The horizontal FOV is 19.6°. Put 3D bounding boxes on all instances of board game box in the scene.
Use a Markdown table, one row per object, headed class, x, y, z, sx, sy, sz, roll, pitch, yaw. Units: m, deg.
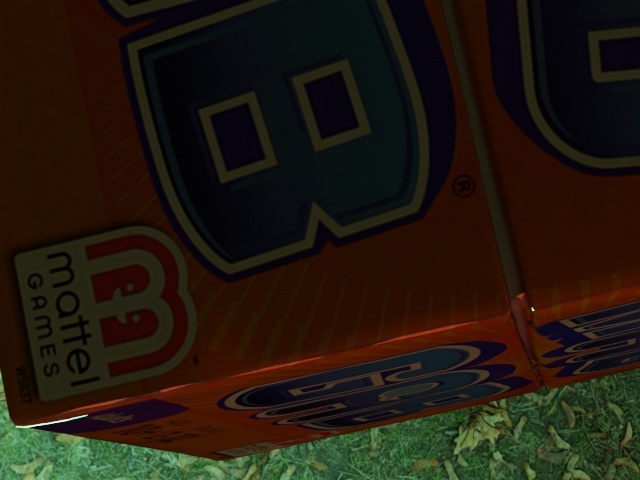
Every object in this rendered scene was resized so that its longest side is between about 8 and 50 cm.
| class | x | y | z | sx | sy | sz | roll | pitch | yaw |
| --- | --- | --- | --- | --- | --- | --- | --- | --- | --- |
| board game box | 0.053 | -0.119 | 0.808 | 0.356 | 0.356 | 0.356 | -14 | 170 | 6 |
